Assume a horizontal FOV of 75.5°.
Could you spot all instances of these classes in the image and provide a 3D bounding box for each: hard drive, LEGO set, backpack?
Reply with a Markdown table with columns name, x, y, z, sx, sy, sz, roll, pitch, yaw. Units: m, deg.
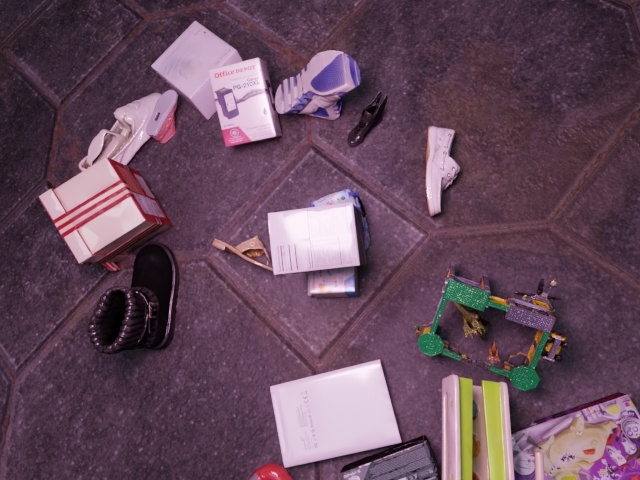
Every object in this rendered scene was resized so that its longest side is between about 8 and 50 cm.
| name | x | y | z | sx | sy | sz | roll | pitch | yaw |
| --- | --- | --- | --- | --- | --- | --- | --- | --- | --- |
| hard drive | 0.034 | 0.449 | 1.080 | 0.307 | 0.040 | 0.203 | -16 | 71 | 7 |
| LEGO set | 0.412 | 0.194 | 1.032 | 0.330 | 0.192 | 0.255 | 10 | 106 | 18 |
| backpack | 0.059 | -0.038 | 1.178 | 0.158 | 0.117 | 0.174 | -16 | 74 | 8 |

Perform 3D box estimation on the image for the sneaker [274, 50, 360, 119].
| name | x | y | z | sx | sy | sz | roll | pitch | yaw |
| --- | --- | --- | --- | --- | --- | --- | --- | --- | --- |
| sneaker | 0.021 | -0.456 | 1.255 | 0.315 | 0.182 | 0.128 | -5 | 87 | 49 |

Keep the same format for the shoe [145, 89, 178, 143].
| name | x | y | z | sx | sy | sz | roll | pitch | yaw |
| --- | --- | --- | --- | --- | --- | --- | --- | --- | --- |
| shoe | -0.533 | -0.427 | 1.434 | 0.063 | 0.081 | 0.178 | 22 | 83 | 17 |

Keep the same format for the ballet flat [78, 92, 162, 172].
| name | x | y | z | sx | sy | sz | roll | pitch | yaw |
| --- | --- | --- | --- | --- | --- | --- | --- | --- | --- |
| ballet flat | -0.680 | -0.367 | 1.424 | 0.139 | 0.139 | 0.401 | 30 | 82 | 18 |

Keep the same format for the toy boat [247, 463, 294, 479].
| name | x | y | z | sx | sy | sz | roll | pitch | yaw |
| --- | --- | --- | --- | --- | --- | --- | --- | --- | --- |
| toy boat | -0.106 | 0.667 | 0.988 | 0.231 | 0.151 | 0.151 | 42 | 86 | 20 |

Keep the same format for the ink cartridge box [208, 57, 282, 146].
| name | x | y | z | sx | sy | sz | roll | pitch | yaw |
| --- | --- | --- | --- | --- | --- | --- | --- | --- | --- |
| ink cartridge box | -0.236 | -0.433 | 1.310 | 0.171 | 0.100 | 0.238 | -10 | 102 | 9 |

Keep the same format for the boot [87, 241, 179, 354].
| name | x | y | z | sx | sy | sz | roll | pitch | yaw |
| --- | --- | --- | --- | --- | --- | --- | --- | --- | --- |
| boot | -0.520 | 0.144 | 1.171 | 0.130 | 0.260 | 0.349 | -13 | 72 | 8 |

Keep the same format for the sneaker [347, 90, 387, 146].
| name | x | y | z | sx | sy | sz | roll | pitch | yaw |
| --- | --- | --- | --- | --- | --- | --- | --- | --- | --- |
| sneaker | 0.140 | -0.371 | 1.269 | 0.170 | 0.089 | 0.051 | -45 | 70 | -3 |

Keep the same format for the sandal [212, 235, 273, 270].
| name | x | y | z | sx | sy | sz | roll | pitch | yaw |
| --- | --- | --- | --- | --- | --- | --- | --- | --- | --- |
| sandal | -0.214 | 0.018 | 1.234 | 0.239 | 0.088 | 0.079 | 20 | 85 | 22 |

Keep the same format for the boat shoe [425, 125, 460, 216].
| name | x | y | z | sx | sy | sz | roll | pitch | yaw |
| --- | --- | --- | --- | --- | --- | --- | --- | --- | --- |
| boat shoe | 0.346 | -0.201 | 1.171 | 0.096 | 0.098 | 0.278 | 3 | 74 | 14 |

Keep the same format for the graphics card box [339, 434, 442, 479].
| name | x | y | z | sx | sy | sz | roll | pitch | yaw |
| --- | --- | --- | --- | --- | --- | --- | --- | --- | --- |
| graphics card box | 0.215 | 0.679 | 0.947 | 0.232 | 0.094 | 0.371 | -24 | 72 | 5 |

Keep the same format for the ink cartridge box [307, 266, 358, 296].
| name | x | y | z | sx | sy | sz | roll | pitch | yaw |
| --- | --- | --- | --- | --- | --- | --- | --- | --- | --- |
| ink cartridge box | 0.029 | 0.110 | 1.153 | 0.143 | 0.090 | 0.092 | -4 | 73 | 10 |

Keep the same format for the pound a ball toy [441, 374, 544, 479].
| name | x | y | z | sx | sy | sz | roll | pitch | yaw |
| --- | --- | --- | --- | --- | --- | --- | --- | --- | --- |
| pound a ball toy | 0.375 | 0.483 | 0.914 | 0.207 | 0.136 | 0.320 | 8 | 63 | 1 |

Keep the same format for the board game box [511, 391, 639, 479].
| name | x | y | z | sx | sy | sz | roll | pitch | yaw |
| --- | --- | --- | --- | --- | --- | --- | --- | --- | --- |
| board game box | 0.580 | 0.509 | 0.944 | 0.346 | 0.056 | 0.208 | -22 | 75 | 5 |

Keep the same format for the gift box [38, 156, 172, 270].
| name | x | y | z | sx | sy | sz | roll | pitch | yaw |
| --- | --- | --- | --- | --- | --- | --- | --- | --- | --- |
| gift box | -0.642 | -0.064 | 1.272 | 0.258 | 0.276 | 0.255 | -32 | 83 | -2 |

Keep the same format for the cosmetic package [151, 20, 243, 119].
| name | x | y | z | sx | sy | sz | roll | pitch | yaw |
| --- | --- | --- | --- | --- | --- | --- | --- | --- | --- |
| cosmetic package | -0.410 | -0.586 | 1.426 | 0.224 | 0.138 | 0.224 | 40 | 86 | 18 |

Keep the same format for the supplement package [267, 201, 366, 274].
| name | x | y | z | sx | sy | sz | roll | pitch | yaw |
| --- | --- | --- | --- | --- | --- | --- | --- | --- | --- |
| supplement package | 0.000 | 0.000 | 1.027 | 0.202 | 0.194 | 0.150 | -7 | 86 | 10 |
